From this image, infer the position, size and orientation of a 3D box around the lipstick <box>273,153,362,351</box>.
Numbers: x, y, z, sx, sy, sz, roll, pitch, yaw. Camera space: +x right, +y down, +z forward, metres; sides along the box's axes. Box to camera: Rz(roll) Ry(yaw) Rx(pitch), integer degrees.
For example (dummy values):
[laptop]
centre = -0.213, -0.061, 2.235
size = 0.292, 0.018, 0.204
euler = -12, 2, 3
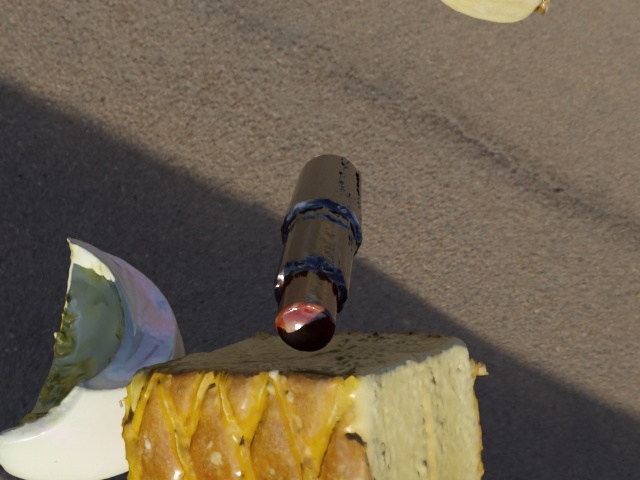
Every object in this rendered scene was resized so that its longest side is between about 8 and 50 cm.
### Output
[lipstick]
centre = 0.000, 0.000, 0.686
size = 0.081, 0.081, 0.299
euler = 34, 25, -12

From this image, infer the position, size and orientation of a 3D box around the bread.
[bread]
centre = -0.015, 0.225, 0.639
size = 0.207, 0.279, 0.278
euler = -9, 96, -52

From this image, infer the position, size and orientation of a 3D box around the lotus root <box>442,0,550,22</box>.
[lotus root]
centre = 0.157, -0.252, 0.686
size = 0.151, 0.073, 0.062
euler = 13, 43, -12

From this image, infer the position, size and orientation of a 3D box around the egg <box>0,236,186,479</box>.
[egg]
centre = -0.223, 0.148, 0.784
size = 0.162, 0.206, 0.270
euler = 10, 45, -2
